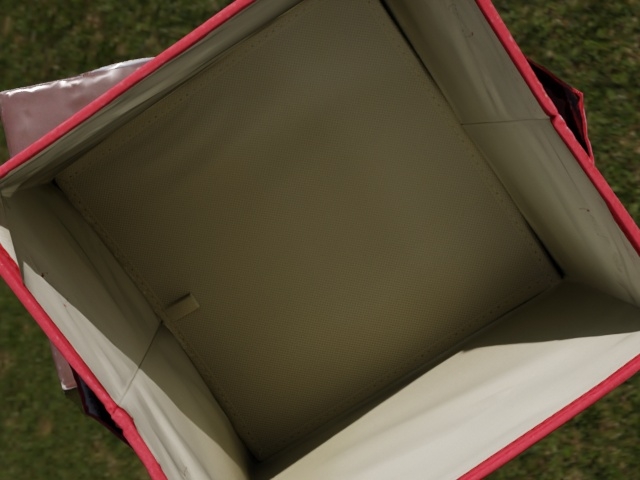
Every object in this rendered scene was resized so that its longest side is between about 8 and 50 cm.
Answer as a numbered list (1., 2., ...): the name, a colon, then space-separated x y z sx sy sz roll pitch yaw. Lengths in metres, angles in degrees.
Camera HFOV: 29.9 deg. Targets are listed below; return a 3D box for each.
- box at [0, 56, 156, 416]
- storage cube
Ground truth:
1. box: -0.111 -0.001 0.832 0.167 0.168 0.203 112 145 -75
2. storage cube: 0.000 0.000 0.498 0.215 0.193 0.184 -34 96 -1
